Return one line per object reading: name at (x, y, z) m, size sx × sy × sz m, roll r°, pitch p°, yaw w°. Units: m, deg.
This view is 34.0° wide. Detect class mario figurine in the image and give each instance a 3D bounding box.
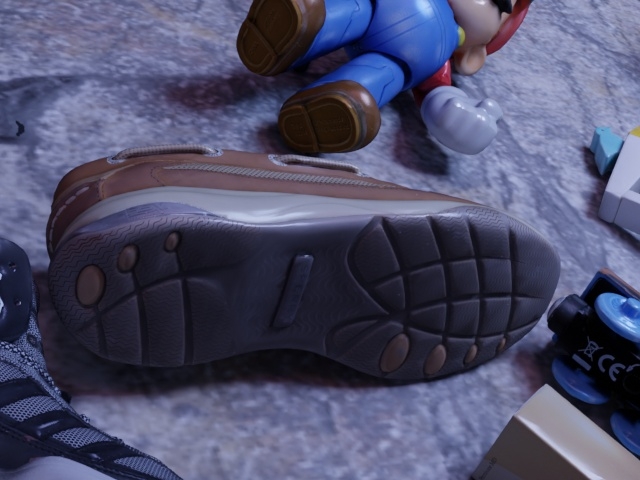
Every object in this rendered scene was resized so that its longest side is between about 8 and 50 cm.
mario figurine at (0.089, -0.192, 0.825) m, size 0.170 × 0.198 × 0.320 m, roll 19°, pitch 37°, yaw 30°

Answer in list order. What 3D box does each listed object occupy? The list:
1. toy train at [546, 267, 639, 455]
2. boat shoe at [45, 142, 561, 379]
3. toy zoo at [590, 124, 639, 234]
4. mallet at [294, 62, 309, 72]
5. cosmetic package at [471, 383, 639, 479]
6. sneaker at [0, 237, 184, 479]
toy train at (0.228, 0.092, 0.657) m, size 0.184 × 0.080 × 0.105 m, roll 41°, pitch 31°, yaw 24°
boat shoe at (0.000, 0.000, 0.608) m, size 0.324 × 0.123 × 0.116 m, roll 8°, pitch 30°, yaw -31°
toy zoo at (0.359, -0.034, 0.857) m, size 0.293 × 0.030 × 0.192 m, roll 27°, pitch 44°, yaw 24°
mallet at (0.012, -0.197, 0.921) m, size 0.039 × 0.062 × 0.190 m, roll 25°, pitch 52°, yaw 3°
cosmetic package at (0.145, 0.140, 0.566) m, size 0.115 × 0.060 × 0.041 m, roll 39°, pitch 40°, yaw 20°
sneaker at (-0.121, 0.081, 0.457) m, size 0.268 × 0.101 × 0.153 m, roll 15°, pitch 41°, yaw -7°
